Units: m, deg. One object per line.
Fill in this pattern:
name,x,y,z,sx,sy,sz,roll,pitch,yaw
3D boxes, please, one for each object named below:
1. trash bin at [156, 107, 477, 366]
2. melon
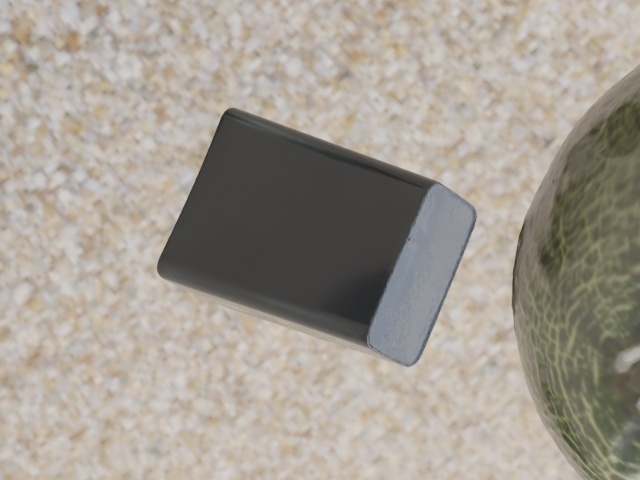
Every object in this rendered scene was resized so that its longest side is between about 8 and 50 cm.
trash bin,0.000,0.000,1.364,0.115,0.225,0.165,32,80,-54
melon,0.220,0.014,0.703,0.302,0.237,0.237,-23,143,-46
